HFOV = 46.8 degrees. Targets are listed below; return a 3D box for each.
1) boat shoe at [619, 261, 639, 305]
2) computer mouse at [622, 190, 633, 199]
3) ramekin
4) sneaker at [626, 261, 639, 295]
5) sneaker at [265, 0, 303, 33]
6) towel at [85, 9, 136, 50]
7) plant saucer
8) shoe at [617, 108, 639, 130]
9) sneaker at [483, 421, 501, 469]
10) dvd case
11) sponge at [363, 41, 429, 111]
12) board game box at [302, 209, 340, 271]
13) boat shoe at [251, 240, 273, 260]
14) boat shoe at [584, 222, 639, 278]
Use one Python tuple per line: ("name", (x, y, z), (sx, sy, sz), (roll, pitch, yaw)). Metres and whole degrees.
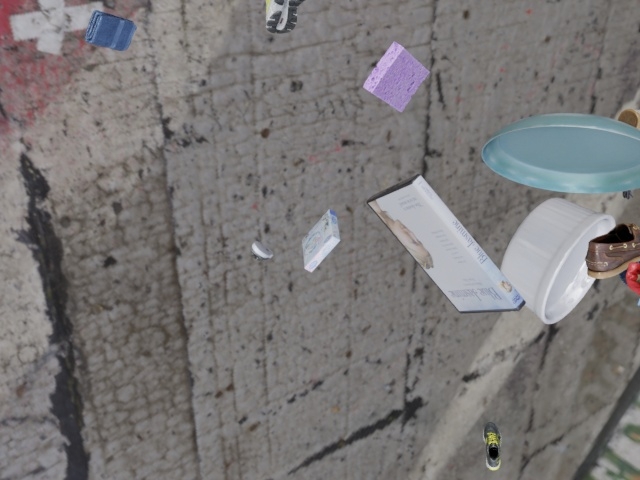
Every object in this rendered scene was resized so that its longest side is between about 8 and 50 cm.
("boat shoe", (0.635, 0.070, 1.380), (0.089, 0.258, 0.109), (-32, 95, -12))
("computer mouse", (0.825, -0.199, 1.874), (0.193, 0.042, 0.106), (-40, 127, -10))
("ramekin", (0.529, 0.038, 1.670), (0.277, 0.135, 0.277), (-32, 140, -32))
("sneaker", (0.444, 0.048, 0.929), (0.279, 0.118, 0.107), (61, 25, -61))
("sneaker", (-0.068, -0.506, 1.461), (0.082, 0.094, 0.208), (1, 158, -23))
("towel", (-0.419, -0.416, 1.474), (0.067, 0.029, 0.119), (-62, 165, 15))
("plant saucer", (0.453, -0.157, 1.329), (0.318, 0.318, 0.043), (26, 72, -46))
("shoe", (0.706, -0.214, 1.753), (0.058, 0.076, 0.219), (-19, 141, -40))
("sneaker", (0.299, 0.351, 1.274), (0.031, 0.083, 0.035), (-2, 144, 5))
("dvd case", (0.188, 0.014, 1.152), (0.022, 0.180, 0.253), (-43, 97, -19))
("sponge", (0.173, -0.363, 1.660), (0.117, 0.031, 0.210), (-54, 160, 13))
("board game box", (0.000, 0.000, 1.395), (0.020, 0.090, 0.090), (30, 119, -23))
("boat shoe", (-0.162, 0.036, 1.985), (0.040, 0.049, 0.142), (-39, 168, 5))
("boat shoe", (0.560, 0.005, 1.355), (0.207, 0.073, 0.073), (-22, 109, -37))
